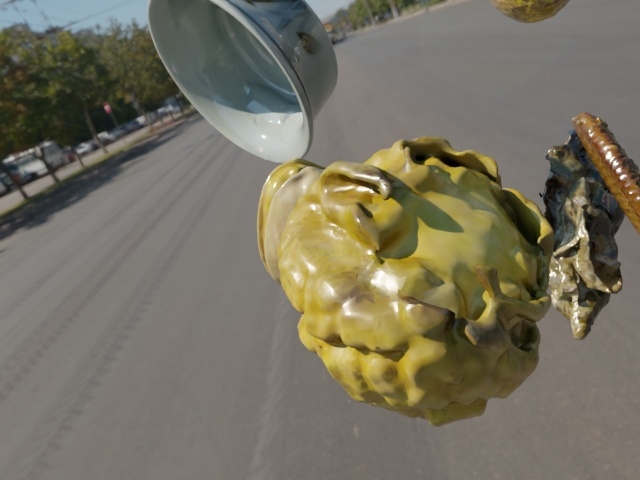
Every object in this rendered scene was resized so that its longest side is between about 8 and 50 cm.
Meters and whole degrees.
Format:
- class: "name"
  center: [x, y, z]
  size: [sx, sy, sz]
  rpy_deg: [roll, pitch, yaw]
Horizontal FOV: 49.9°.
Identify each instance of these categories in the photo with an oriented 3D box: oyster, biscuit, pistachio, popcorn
- class: "oyster"
  center: [0.440, -0.017, 1.144]
  size: [0.096, 0.221, 0.361]
  rpy_deg: [-22, 33, 46]
- class: "biscuit"
  center: [0.439, -0.052, 0.948]
  size: [0.038, 0.305, 0.305]
  rpy_deg: [-32, 11, 19]
- class: "pistachio"
  center: [0.000, 0.000, 0.823]
  size: [0.145, 0.200, 0.117]
  rpy_deg: [-35, 41, -6]
- class: "popcorn"
  center: [0.079, 0.025, 0.581]
  size: [0.250, 0.190, 0.250]
  rpy_deg: [6, 40, -5]

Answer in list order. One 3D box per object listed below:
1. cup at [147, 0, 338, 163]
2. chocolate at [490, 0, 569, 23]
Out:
- class: "cup"
  center: [-0.103, -0.310, 1.135]
  size: [0.163, 0.347, 0.347]
  rpy_deg: [-49, 24, -21]
- class: "chocolate"
  center: [0.245, -0.403, 0.899]
  size: [0.134, 0.134, 0.309]
  rpy_deg: [-20, 59, 12]
